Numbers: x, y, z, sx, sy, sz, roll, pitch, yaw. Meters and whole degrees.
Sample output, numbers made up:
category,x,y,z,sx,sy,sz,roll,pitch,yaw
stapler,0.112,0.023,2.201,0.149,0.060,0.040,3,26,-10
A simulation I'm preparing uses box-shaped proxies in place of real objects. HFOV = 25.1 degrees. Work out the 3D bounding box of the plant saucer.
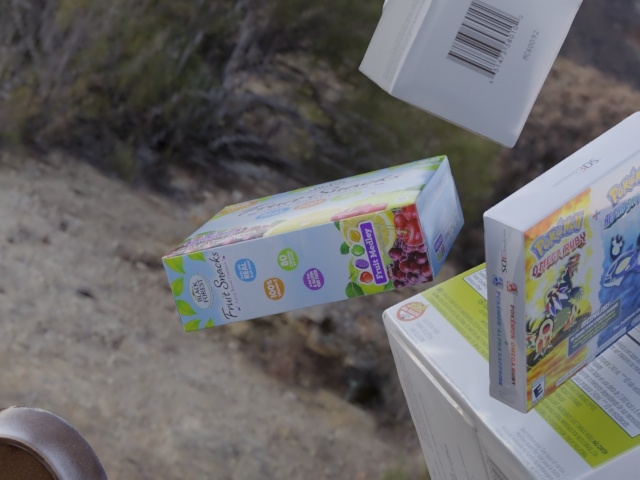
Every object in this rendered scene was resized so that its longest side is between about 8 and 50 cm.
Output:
category,x,y,z,sx,sy,sz,roll,pitch,yaw
plant saucer,-0.401,0.370,1.851,0.310,0.311,0.050,33,11,24

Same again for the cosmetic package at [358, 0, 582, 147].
category,x,y,z,sx,sy,sz,roll,pitch,yaw
cosmetic package,0.161,-0.241,1.651,0.155,0.197,0.365,23,10,-7

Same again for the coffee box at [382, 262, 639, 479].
category,x,y,z,sx,sy,sz,roll,pitch,yaw
coffee box,0.311,0.205,1.408,0.338,0.334,0.338,46,-22,57

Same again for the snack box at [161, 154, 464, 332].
category,x,y,z,sx,sy,sz,roll,pitch,yaw
snack box,0.000,0.000,1.158,0.207,0.070,0.174,-11,12,17

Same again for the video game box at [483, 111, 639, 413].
category,x,y,z,sx,sy,sz,roll,pitch,yaw
video game box,0.219,0.017,1.196,0.205,0.187,0.048,-32,40,-32
